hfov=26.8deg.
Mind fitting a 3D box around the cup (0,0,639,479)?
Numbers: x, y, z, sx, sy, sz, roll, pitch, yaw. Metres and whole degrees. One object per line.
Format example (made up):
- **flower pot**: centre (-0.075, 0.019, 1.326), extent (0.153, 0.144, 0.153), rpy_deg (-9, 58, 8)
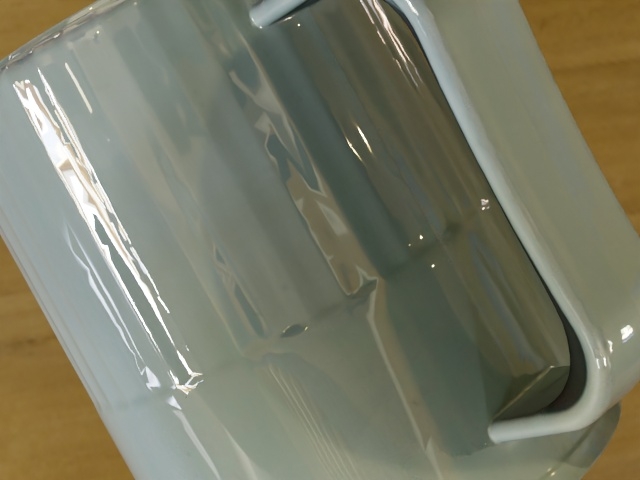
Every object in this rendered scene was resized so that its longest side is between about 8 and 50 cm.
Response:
- **cup**: centre (-0.018, 0.010, 0.693), extent (0.257, 0.331, 0.311), rpy_deg (-30, 96, -7)
